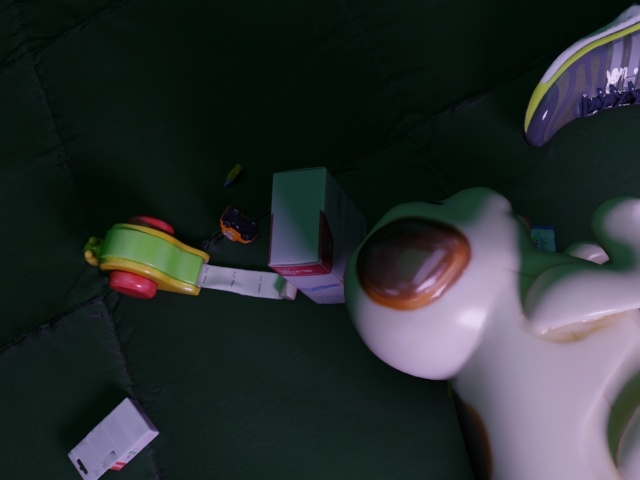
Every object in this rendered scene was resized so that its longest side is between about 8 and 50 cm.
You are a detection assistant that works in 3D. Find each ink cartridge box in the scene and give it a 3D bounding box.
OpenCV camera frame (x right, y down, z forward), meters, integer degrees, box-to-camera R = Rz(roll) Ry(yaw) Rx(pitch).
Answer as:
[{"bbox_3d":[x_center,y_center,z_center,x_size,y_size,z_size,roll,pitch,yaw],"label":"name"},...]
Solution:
[{"bbox_3d":[-0.285,0.279,1.162,0.115,0.029,0.063,-43,64,0],"label":"ink cartridge box"},{"bbox_3d":[0.000,0.000,1.096,0.072,0.175,0.127,-5,68,19],"label":"ink cartridge box"}]

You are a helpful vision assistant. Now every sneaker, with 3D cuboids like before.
[{"bbox_3d":[0.393,-0.215,1.093,0.300,0.111,0.121,-38,68,3],"label":"sneaker"}]

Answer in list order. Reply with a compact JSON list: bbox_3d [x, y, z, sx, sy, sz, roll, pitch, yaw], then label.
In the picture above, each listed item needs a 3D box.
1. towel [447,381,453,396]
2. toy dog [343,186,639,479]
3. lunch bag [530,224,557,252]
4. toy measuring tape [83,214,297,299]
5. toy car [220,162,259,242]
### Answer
[{"bbox_3d":[0.270,0.147,0.991,0.237,0.021,0.102,4,105,7],"label":"towel"},{"bbox_3d":[0.201,0.126,0.858,0.395,0.284,0.408,-42,78,0],"label":"toy dog"},{"bbox_3d":[0.221,0.051,1.051,0.151,0.096,0.128,-9,68,25],"label":"lunch bag"},{"bbox_3d":[-0.197,0.031,1.181,0.330,0.121,0.121,8,73,20],"label":"toy measuring tape"},{"bbox_3d":[-0.118,-0.048,1.239,0.040,0.060,0.122,-43,31,47],"label":"toy car"}]
